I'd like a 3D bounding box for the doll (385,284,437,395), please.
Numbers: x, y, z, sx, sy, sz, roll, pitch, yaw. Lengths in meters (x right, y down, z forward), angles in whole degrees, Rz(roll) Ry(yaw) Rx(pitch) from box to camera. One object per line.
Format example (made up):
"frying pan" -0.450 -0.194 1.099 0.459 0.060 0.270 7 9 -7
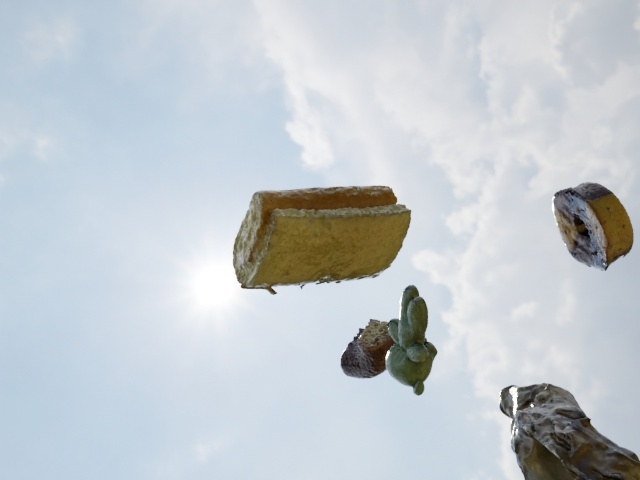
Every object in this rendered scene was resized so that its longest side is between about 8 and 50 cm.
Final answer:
"doll" 0.139 0.144 1.102 0.077 0.115 0.150 -6 -67 -19

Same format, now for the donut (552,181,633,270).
"donut" 0.395 -0.022 1.102 0.059 0.140 0.140 -24 -54 -7

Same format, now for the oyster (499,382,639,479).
"oyster" 0.282 0.240 0.684 0.111 0.396 0.204 -35 -40 -8

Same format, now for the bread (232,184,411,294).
"bread" 0.000 0.000 1.688 0.375 0.165 0.237 -3 -48 -34

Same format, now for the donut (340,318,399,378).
"donut" 0.136 0.271 1.838 0.126 0.186 0.144 -30 -74 -36
